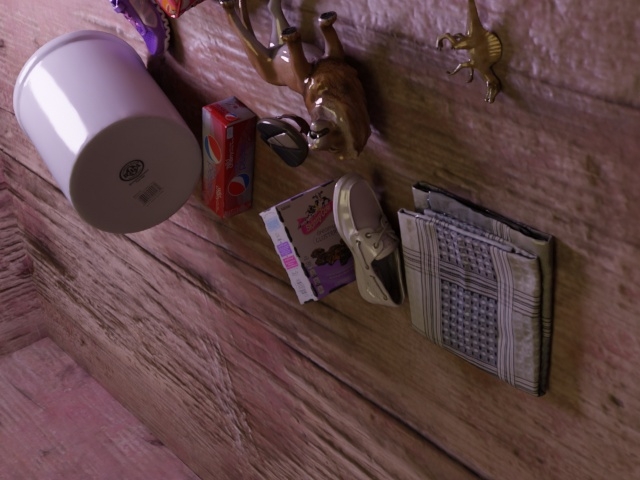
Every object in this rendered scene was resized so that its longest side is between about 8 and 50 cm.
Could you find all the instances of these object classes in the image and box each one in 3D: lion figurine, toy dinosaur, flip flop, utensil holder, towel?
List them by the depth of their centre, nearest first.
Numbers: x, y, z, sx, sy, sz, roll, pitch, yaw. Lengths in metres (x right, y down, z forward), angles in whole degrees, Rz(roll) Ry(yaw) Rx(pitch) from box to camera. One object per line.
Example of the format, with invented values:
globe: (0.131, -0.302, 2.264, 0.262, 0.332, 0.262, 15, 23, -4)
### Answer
toy dinosaur: (0.226, -0.296, 1.446, 0.092, 0.053, 0.183, 3, 123, 38)
towel: (0.258, 0.082, 1.650, 0.312, 0.056, 0.324, 28, 133, 45)
lion figurine: (-0.041, -0.315, 1.761, 0.392, 0.142, 0.240, 50, 163, 48)
flip flop: (-0.058, -0.199, 1.851, 0.112, 0.080, 0.277, 49, 178, -3)
utensil holder: (-0.481, -0.246, 2.189, 0.385, 0.327, 0.328, 50, 148, 43)

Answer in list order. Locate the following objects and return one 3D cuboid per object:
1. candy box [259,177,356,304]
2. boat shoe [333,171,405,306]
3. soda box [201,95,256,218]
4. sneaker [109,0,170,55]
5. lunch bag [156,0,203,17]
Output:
candy box: (0.000, 0.000, 1.869, 0.070, 0.164, 0.196, -22, 93, 58)
boat shoe: (0.105, 0.001, 1.789, 0.096, 0.098, 0.277, 18, 136, 50)
soda box: (-0.204, -0.178, 2.125, 0.092, 0.083, 0.263, 41, 142, 32)
sneaker: (-0.418, -0.523, 2.175, 0.095, 0.104, 0.237, 1, 114, 54)
lunch bag: (-0.298, -0.598, 1.876, 0.258, 0.120, 0.293, 53, 157, 0)
